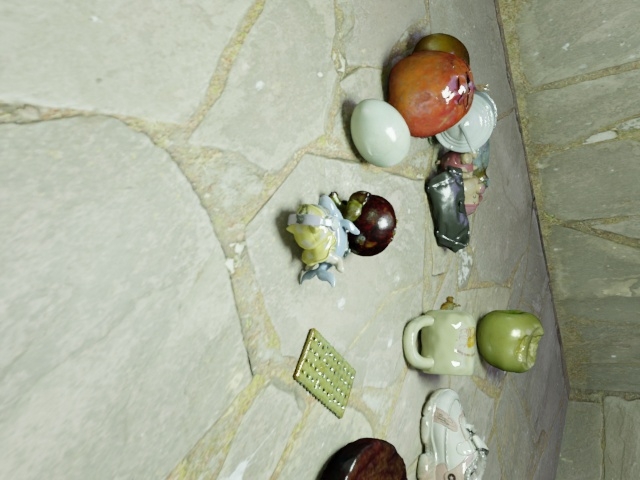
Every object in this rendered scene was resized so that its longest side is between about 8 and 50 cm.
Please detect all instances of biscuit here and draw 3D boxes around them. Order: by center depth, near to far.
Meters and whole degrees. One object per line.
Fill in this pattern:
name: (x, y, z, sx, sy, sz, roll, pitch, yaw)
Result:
biscuit: (0.094, 0.682, 1.282, 0.408, 0.091, 0.406, 7, 82, -56)
biscuit: (0.017, 0.319, 1.285, 0.231, 0.016, 0.139, 52, 46, -38)

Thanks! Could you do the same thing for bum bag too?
bum bag: (0.458, -0.108, 1.928, 0.079, 0.142, 0.325, -106, -174, -76)

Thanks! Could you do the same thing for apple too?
apple: (0.781, 0.408, 2.220, 0.279, 0.279, 0.278, 12, 75, -55)

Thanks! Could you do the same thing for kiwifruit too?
kiwifruit: (0.415, -0.622, 1.870, 0.234, 0.196, 0.195, 1, 85, -50)

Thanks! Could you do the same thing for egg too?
egg: (0.162, -0.295, 1.470, 0.209, 0.151, 0.151, 51, 46, -35)

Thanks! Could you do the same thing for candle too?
candle: (0.522, -0.438, 1.933, 0.342, 0.222, 0.221, -44, 122, -64)

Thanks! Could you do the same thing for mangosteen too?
mangosteen: (0.102, -0.039, 1.356, 0.184, 0.172, 0.172, -3, 90, -12)

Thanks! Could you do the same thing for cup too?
cup: (0.372, 0.326, 1.730, 0.173, 0.256, 0.201, 132, -39, -77)

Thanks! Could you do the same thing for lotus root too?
lotus root: (0.615, -0.360, 2.186, 0.158, 0.140, 0.321, -65, 147, -74)

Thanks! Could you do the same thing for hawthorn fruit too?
hawthorn fruit: (0.374, -0.465, 1.673, 0.276, 0.308, 0.275, 6, 83, -54)

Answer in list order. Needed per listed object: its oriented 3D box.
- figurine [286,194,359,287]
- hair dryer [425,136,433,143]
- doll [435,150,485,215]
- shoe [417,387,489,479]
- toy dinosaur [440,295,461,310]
figurine: (0.000, 0.000, 1.210, 0.184, 0.129, 0.208, 19, 74, -52)
hair dryer: (0.371, -0.434, 1.907, 0.199, 0.068, 0.167, -5, 84, -67)
doll: (0.538, -0.217, 2.018, 0.196, 0.152, 0.255, -16, 106, -30)
shoe: (0.434, 0.652, 1.699, 0.172, 0.198, 0.350, 38, 56, -50)
toy dinosaur: (0.445, 0.249, 1.932, 0.162, 0.126, 0.039, -1, 129, -23)
